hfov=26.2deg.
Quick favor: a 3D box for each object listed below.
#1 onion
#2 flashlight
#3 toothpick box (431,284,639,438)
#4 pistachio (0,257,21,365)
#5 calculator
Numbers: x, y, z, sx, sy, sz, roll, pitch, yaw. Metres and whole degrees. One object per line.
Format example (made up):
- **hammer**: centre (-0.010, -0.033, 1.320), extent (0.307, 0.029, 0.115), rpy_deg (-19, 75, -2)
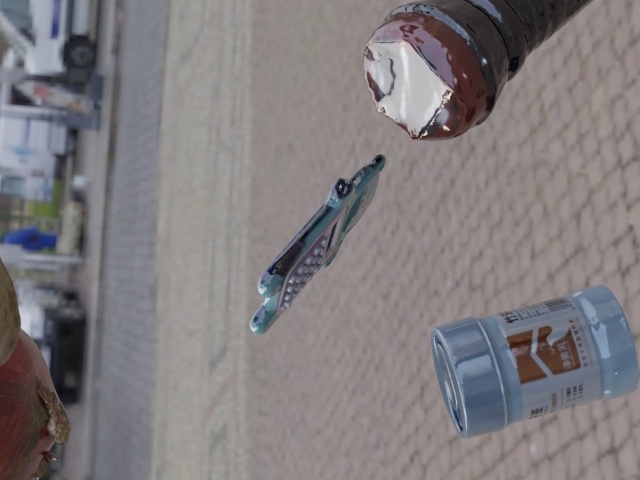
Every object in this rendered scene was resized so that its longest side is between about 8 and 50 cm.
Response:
- **onion**: centre (-0.353, 0.168, 1.417), extent (0.248, 0.161, 0.248), rpy_deg (160, 90, -77)
- **flashlight**: centre (0.127, -0.155, 0.871), extent (0.093, 0.232, 0.093), rpy_deg (34, 148, 25)
- **toothpick box**: centre (0.182, 0.103, 1.178), extent (0.101, 0.153, 0.101), rpy_deg (165, 90, -85)
- **pistachio**: centre (-0.254, 0.005, 0.755), extent (0.131, 0.206, 0.129), rpy_deg (-42, 41, 7)
- **calculator**: centre (0.000, 0.000, 0.902), extent (0.141, 0.019, 0.094), rpy_deg (-50, -14, -31)
